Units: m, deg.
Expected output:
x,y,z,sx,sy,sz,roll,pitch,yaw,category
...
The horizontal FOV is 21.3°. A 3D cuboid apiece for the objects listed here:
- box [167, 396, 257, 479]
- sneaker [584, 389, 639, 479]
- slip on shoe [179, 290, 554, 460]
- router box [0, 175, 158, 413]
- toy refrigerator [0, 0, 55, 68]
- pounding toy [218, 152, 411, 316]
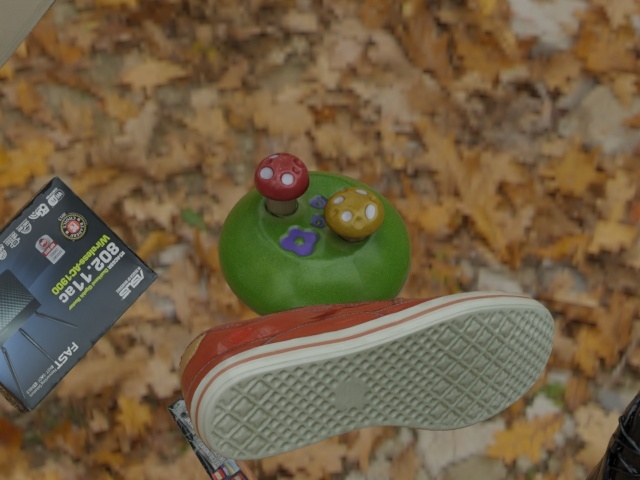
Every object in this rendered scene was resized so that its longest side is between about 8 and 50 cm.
x,y,z,sx,sy,sz,roll,pitch,yaw,category
-0.076,0.197,1.441,0.027,0.137,0.094,-35,52,-4,box
0.273,0.194,1.443,0.109,0.130,0.286,26,89,24,sneaker
0.041,0.091,1.342,0.331,0.123,0.101,-9,31,-26,slip on shoe
-0.176,0.034,1.068,0.092,0.038,0.122,45,72,-10,router box
-0.254,-0.216,0.947,0.094,0.102,0.269,-48,61,18,toy refrigerator
0.000,0.000,1.556,0.183,0.110,0.236,-4,49,-6,pounding toy
